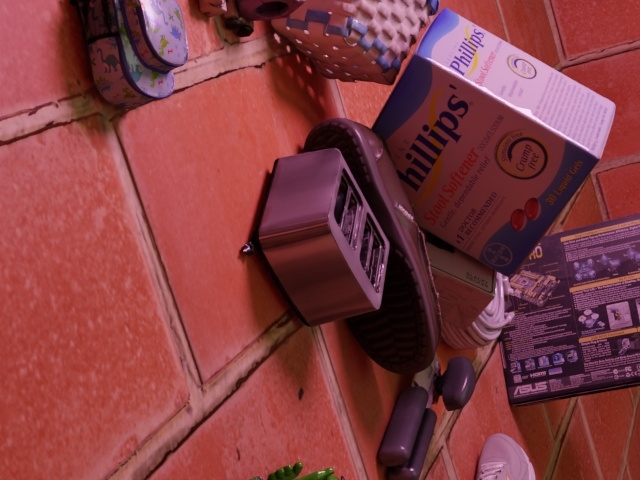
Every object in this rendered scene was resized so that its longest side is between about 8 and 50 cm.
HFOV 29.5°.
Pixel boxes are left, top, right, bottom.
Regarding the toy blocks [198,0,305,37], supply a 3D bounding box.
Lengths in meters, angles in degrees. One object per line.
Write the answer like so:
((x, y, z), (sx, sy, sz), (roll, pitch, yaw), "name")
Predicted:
((-0.059, -0.452, 1.425), (0.288, 0.260, 0.309), (20, 59, -65), "toy blocks")

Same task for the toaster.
((0.000, 0.000, 1.507), (0.168, 0.110, 0.186), (59, 28, -34), "toaster")

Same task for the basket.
((0.055, -0.383, 1.696), (0.255, 0.201, 0.289), (36, 75, -58), "basket")

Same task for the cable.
((0.243, 0.058, 2.080), (0.257, 0.089, 0.257), (-35, 111, -64), "cable")

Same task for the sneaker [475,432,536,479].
((0.283, 0.410, 1.973), (0.121, 0.099, 0.262), (53, 30, -36), "sneaker")

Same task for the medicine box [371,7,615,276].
((0.225, -0.137, 1.749), (0.289, 0.263, 0.149), (29, 42, 0), "medicine box")

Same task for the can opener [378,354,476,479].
((0.161, 0.246, 1.770), (0.076, 0.095, 0.283), (67, 24, -20), "can opener")

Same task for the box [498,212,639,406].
((0.530, 0.130, 2.323), (0.097, 0.395, 0.318), (15, 63, -63), "box")

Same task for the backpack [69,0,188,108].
((-0.184, -0.194, 1.214), (0.105, 0.084, 0.114), (3, 78, -65), "backpack")

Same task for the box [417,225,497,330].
((0.186, -0.017, 1.881), (0.169, 0.087, 0.290), (24, 42, -11), "box")

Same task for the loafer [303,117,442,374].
((0.096, 0.001, 1.672), (0.130, 0.133, 0.366), (-21, 97, -53), "loafer")

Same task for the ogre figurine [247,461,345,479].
((-0.011, 0.313, 1.337), (0.197, 0.097, 0.118), (60, 5, -69), "ogre figurine")
